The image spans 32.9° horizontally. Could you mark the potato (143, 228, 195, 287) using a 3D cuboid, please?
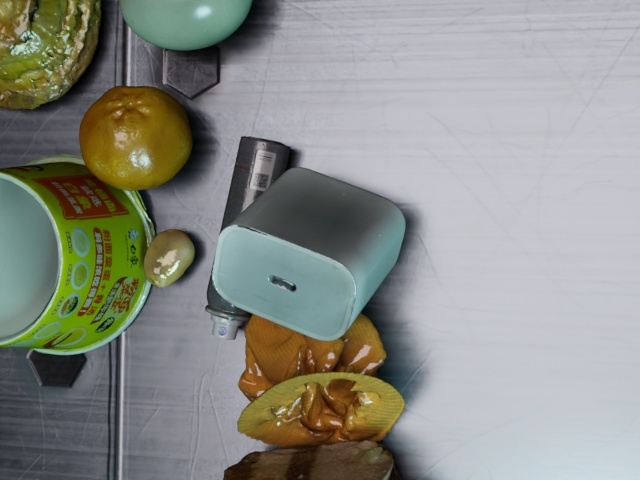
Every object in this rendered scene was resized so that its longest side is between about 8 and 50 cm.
[{"bbox_3d":[-0.217,0.025,1.546,0.068,0.062,0.083,16,56,38],"label":"potato"}]

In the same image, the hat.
[{"bbox_3d":[-0.002,0.135,1.463,0.233,0.244,0.233,-23,53,27],"label":"hat"}]

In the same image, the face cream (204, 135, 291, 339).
[{"bbox_3d":[-0.105,-0.003,1.511,0.073,0.073,0.284,14,93,14],"label":"face cream"}]

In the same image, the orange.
[{"bbox_3d":[-0.258,-0.148,1.508,0.159,0.136,0.159,0,56,1],"label":"orange"}]

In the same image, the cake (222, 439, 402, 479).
[{"bbox_3d":[0.021,0.384,1.400,0.293,0.196,0.199,-10,105,13],"label":"cake"}]

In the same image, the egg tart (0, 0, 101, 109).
[{"bbox_3d":[-0.463,-0.337,1.578,0.294,0.123,0.294,0,89,15],"label":"egg tart"}]

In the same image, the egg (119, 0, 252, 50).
[{"bbox_3d":[-0.185,-0.337,1.492,0.192,0.149,0.149,-6,88,24],"label":"egg"}]

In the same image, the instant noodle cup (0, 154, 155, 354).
[{"bbox_3d":[-0.409,0.021,1.514,0.311,0.221,0.311,0,91,14],"label":"instant noodle cup"}]

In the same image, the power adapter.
[{"bbox_3d":[0.000,0.000,1.403,0.187,0.255,0.124,22,122,13],"label":"power adapter"}]
